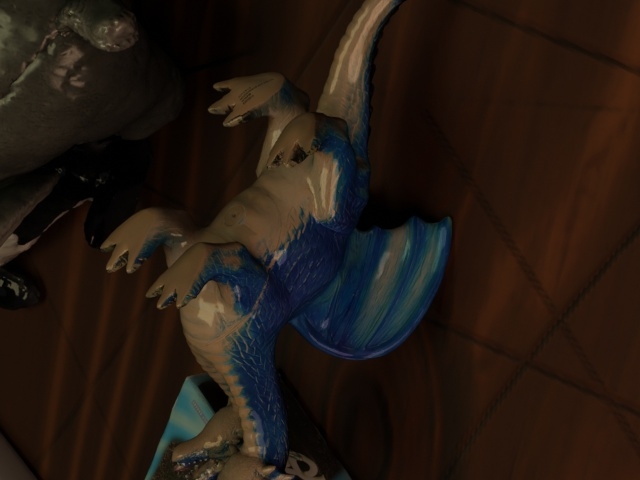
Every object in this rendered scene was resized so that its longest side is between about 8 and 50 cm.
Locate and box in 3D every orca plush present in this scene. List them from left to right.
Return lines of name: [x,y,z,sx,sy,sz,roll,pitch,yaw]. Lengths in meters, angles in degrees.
orca plush: [-0.218,-0.023,1.151,0.287,0.102,0.151,15,106,52]

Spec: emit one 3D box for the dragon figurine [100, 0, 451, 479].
dragon figurine: [0.000,0.000,0.866,0.085,0.144,0.289,29,82,48]

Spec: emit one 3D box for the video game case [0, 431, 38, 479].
video game case: [-0.227,0.287,1.259,0.329,0.036,0.300,41,126,43]

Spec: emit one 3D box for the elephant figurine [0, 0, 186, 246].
elephant figurine: [-0.201,-0.054,1.005,0.239,0.186,0.169,-41,64,0]

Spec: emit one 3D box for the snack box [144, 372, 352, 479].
snack box: [0.000,0.240,0.925,0.322,0.060,0.187,52,133,36]
